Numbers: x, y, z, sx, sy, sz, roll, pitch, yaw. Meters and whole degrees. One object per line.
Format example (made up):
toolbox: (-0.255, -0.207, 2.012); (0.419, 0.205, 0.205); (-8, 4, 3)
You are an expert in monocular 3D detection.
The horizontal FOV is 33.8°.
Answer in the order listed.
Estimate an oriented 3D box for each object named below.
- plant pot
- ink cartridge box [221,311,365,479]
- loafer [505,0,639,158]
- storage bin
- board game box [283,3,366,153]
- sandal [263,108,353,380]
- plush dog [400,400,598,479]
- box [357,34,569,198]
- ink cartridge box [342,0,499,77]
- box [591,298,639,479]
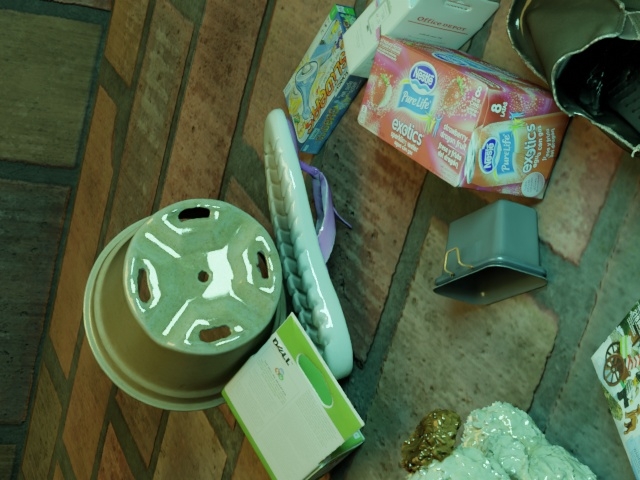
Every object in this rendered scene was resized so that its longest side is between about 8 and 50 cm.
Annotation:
plant pot: (-0.188, 0.081, 1.588); (0.305, 0.333, 0.334); (135, 135, -72)
ink cartridge box: (-0.015, 0.225, 1.504); (0.189, 0.097, 0.255); (57, 138, 16)
loafer: (0.283, -0.185, 1.044); (0.366, 0.130, 0.134); (53, 131, 51)
storage bin: (0.193, 0.011, 1.230); (0.135, 0.098, 0.091); (-31, 49, 57)
board game box: (0.009, -0.252, 1.666); (0.201, 0.035, 0.136); (-54, 40, 44)
sandal: (-0.004, 0.002, 1.595); (0.169, 0.102, 0.417); (144, 114, -73)
plush dog: (0.179, 0.285, 1.059); (0.210, 0.225, 0.263); (-28, 61, 58)
box: (0.165, -0.153, 1.261); (0.257, 0.128, 0.123); (44, 123, 56)
ink cartridge box: (0.128, -0.284, 1.366); (0.198, 0.115, 0.067); (-39, 52, 52)
box: (0.332, 0.145, 0.940); (0.233, 0.044, 0.159); (-98, 28, -48)
